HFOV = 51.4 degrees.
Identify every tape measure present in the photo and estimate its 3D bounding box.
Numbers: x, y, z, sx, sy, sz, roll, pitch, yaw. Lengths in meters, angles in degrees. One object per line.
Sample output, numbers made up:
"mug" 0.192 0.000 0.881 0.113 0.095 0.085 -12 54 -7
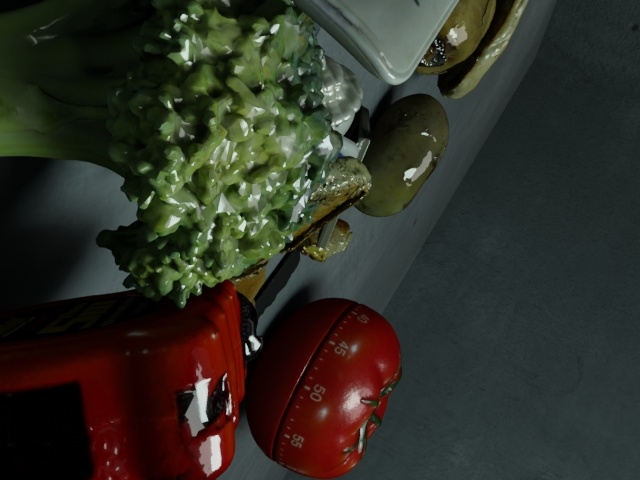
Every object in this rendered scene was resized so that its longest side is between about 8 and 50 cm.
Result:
"tape measure" -0.173 0.108 0.506 0.253 0.260 0.114 -138 -139 -83

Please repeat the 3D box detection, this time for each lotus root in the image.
"lotus root" 0.213 -0.376 1.140 0.284 0.146 0.160 -59 152 -44

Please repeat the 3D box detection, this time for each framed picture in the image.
"framed picture" 0.037 -0.116 1.105 0.260 0.023 0.189 -82 -167 -68

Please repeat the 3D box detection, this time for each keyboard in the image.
"keyboard" -0.093 0.092 1.206 0.196 0.015 0.074 -55 160 -26

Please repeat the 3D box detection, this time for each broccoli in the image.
"broccoli" -0.097 -0.102 0.430 0.260 0.235 0.288 -16 91 -63

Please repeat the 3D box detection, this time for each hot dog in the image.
"hot dog" 0.000 0.001 1.248 0.061 0.078 0.169 -52 166 28

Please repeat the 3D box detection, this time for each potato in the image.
"potato" 0.151 -0.164 1.297 0.262 0.165 0.165 -60 166 12

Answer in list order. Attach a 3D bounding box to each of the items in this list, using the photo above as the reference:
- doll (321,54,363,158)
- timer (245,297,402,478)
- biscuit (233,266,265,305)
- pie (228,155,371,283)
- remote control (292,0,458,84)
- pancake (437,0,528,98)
"doll" -0.011 -0.134 0.874 0.293 0.138 0.119 96 -18 -59
"timer" 0.008 0.305 1.414 0.378 0.279 0.378 -54 161 -28
"biscuit" -0.160 0.132 1.011 0.226 0.036 0.166 -63 165 15
"pie" -0.057 -0.021 0.831 0.274 0.055 0.274 -30 169 -6
"remote control" -0.055 -0.206 0.311 0.109 0.313 0.055 -57 -163 -17
"pancake" 0.325 -0.451 1.329 0.356 0.065 0.356 -163 -90 -77
